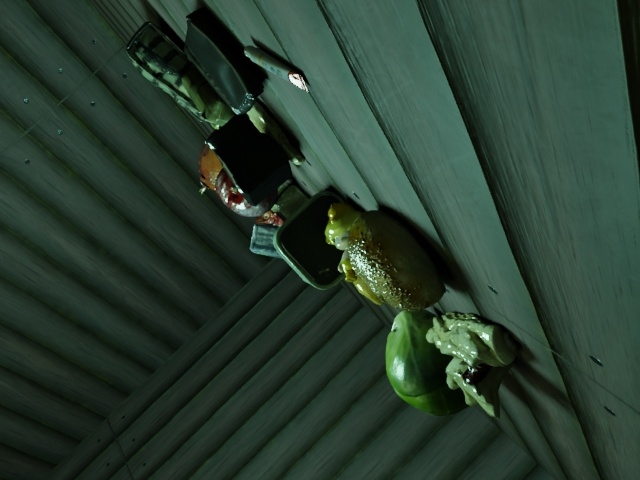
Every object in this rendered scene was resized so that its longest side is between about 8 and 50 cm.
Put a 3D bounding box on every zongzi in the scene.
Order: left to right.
[{"bbox_3d":[-0.310,-0.450,1.876,0.242,0.112,0.221,7,-137,-55],"label":"zongzi"}]

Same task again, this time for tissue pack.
[{"bbox_3d":[-0.112,-0.135,2.353,0.159,0.125,0.234,45,173,-12],"label":"tissue pack"},{"bbox_3d":[-0.075,0.025,2.278,0.394,0.124,0.288,12,179,-5],"label":"tissue pack"}]

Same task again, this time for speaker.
[{"bbox_3d":[-0.208,-0.239,1.787,0.184,0.180,0.388,50,177,2],"label":"speaker"}]

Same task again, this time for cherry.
[{"bbox_3d":[-0.268,-0.195,2.191,0.230,0.203,0.300,24,-175,17],"label":"cherry"}]

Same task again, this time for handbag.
[{"bbox_3d":[-0.500,-0.575,2.031,0.327,0.162,0.325,39,179,-13],"label":"handbag"},{"bbox_3d":[-0.238,-0.443,1.457,0.247,0.080,0.223,50,167,-10],"label":"handbag"}]

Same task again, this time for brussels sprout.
[{"bbox_3d":[0.359,0.397,1.915,0.281,0.289,0.355,35,-150,-62],"label":"brussels sprout"}]

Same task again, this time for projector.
[{"bbox_3d":[0.000,0.000,1.877,0.248,0.248,0.249,47,174,-4],"label":"projector"}]

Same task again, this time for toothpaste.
[{"bbox_3d":[-0.094,-0.360,1.205,0.190,0.031,0.048,39,168,33],"label":"toothpaste"}]

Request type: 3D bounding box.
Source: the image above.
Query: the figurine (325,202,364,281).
[{"bbox_3d":[0.086,-0.002,1.682,0.131,0.156,0.246,21,-126,-46],"label":"figurine"}]

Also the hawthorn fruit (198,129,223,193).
[{"bbox_3d":[-0.386,-0.296,2.388,0.276,0.307,0.276,43,-174,-6],"label":"hawthorn fruit"}]

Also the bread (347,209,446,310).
[{"bbox_3d":[0.182,0.065,1.484,0.305,0.159,0.305,45,173,7],"label":"bread"}]

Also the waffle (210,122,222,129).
[{"bbox_3d":[-0.249,-0.350,2.087,0.317,0.073,0.297,35,179,27],"label":"waffle"}]

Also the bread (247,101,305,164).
[{"bbox_3d":[-0.148,-0.326,1.756,0.251,0.039,0.182,49,173,-34],"label":"bread"}]

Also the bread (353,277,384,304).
[{"bbox_3d":[0.180,0.103,1.748,0.134,0.173,0.085,43,-172,20],"label":"bread"}]

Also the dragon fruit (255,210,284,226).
[{"bbox_3d":[-0.195,-0.087,2.764,0.241,0.241,0.252,42,155,36],"label":"dragon fruit"}]

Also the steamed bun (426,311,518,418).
[{"bbox_3d":[0.417,0.338,1.604,0.247,0.189,0.428,39,174,-5],"label":"steamed bun"}]
